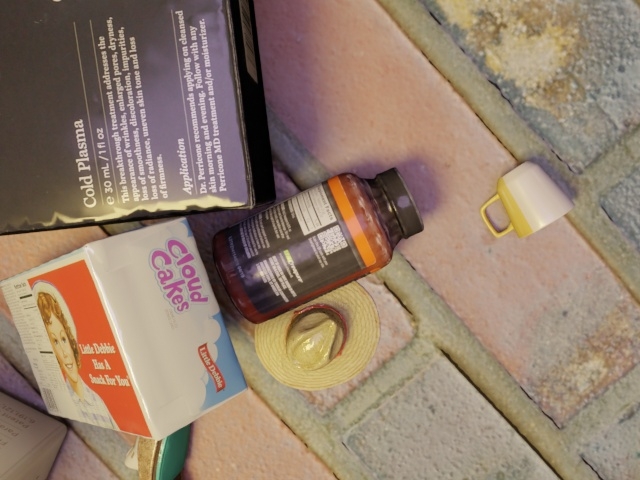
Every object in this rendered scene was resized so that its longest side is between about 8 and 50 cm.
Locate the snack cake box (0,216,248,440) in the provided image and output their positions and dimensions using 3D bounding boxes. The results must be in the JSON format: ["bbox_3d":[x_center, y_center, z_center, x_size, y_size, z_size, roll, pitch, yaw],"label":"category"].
[{"bbox_3d":[-0.194,0.081,0.522,0.264,0.089,0.152,-12,97,48],"label":"snack cake box"}]

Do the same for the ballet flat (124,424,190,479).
[{"bbox_3d":[-0.186,0.265,0.632,0.067,0.073,0.206,4,93,17],"label":"ballet flat"}]

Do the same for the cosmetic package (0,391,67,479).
[{"bbox_3d":[-0.508,0.302,0.487,0.327,0.394,0.330,27,96,0],"label":"cosmetic package"}]

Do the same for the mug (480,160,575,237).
[{"bbox_3d":[0.206,-0.041,0.580,0.078,0.062,0.064,-32,86,-1],"label":"mug"}]

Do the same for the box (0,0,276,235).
[{"bbox_3d":[-0.220,-0.184,0.525,0.312,0.179,0.344,-6,96,2],"label":"box"}]

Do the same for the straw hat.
[{"bbox_3d":[-0.006,0.105,0.606,0.144,0.061,0.145,0,96,4],"label":"straw hat"}]

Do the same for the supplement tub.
[{"bbox_3d":[0.000,0.000,0.571,0.197,0.106,0.106,-24,95,4],"label":"supplement tub"}]
